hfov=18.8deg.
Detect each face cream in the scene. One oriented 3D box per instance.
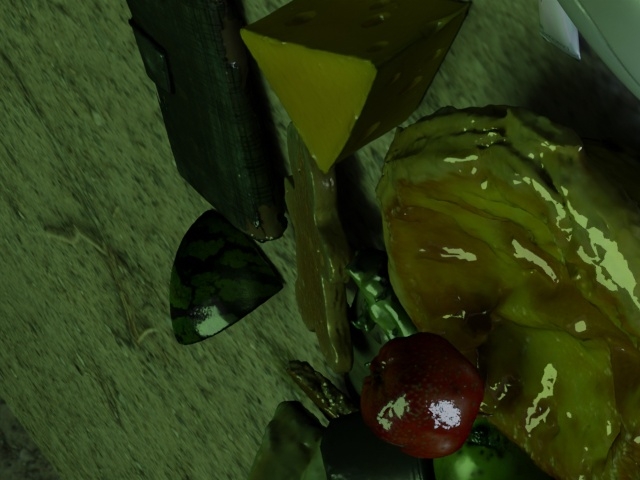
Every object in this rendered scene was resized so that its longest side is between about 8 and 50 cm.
[{"bbox_3d":[0.148,-0.161,1.218,0.038,0.020,0.115,39,156,35],"label":"face cream"}]

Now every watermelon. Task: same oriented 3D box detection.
[{"bbox_3d":[-0.103,0.050,1.973,0.125,0.135,0.094,43,-166,22],"label":"watermelon"}]

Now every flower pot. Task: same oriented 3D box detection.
[{"bbox_3d":[0.066,0.205,1.698,0.107,0.157,0.157,-8,124,18],"label":"flower pot"}]

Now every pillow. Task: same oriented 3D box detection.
[{"bbox_3d":[0.060,0.102,1.741,0.093,0.051,0.241,49,156,23],"label":"pillow"}]

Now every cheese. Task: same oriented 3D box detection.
[{"bbox_3d":[0.036,-0.134,1.393,0.126,0.093,0.171,61,158,-5],"label":"cheese"}]

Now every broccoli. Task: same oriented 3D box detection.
[{"bbox_3d":[0.083,0.071,1.528,0.154,0.167,0.160,-18,119,38],"label":"broccoli"}]

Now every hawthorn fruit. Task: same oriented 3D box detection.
[{"bbox_3d":[0.075,0.109,1.347,0.093,0.093,0.093,45,156,26],"label":"hawthorn fruit"}]

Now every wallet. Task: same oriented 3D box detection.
[{"bbox_3d":[-0.112,-0.151,1.749,0.169,0.044,0.317,37,151,42],"label":"wallet"}]

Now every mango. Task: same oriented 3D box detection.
[{"bbox_3d":[0.147,0.190,1.627,0.178,0.100,0.119,73,-167,-53],"label":"mango"}]

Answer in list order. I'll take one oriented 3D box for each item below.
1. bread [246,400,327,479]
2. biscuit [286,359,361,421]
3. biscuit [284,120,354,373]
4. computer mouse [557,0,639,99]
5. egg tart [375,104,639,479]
[{"bbox_3d":[0.023,0.366,1.851,0.395,0.264,0.239,38,174,31],"label":"bread"},{"bbox_3d":[0.053,0.198,1.850,0.131,0.026,0.237,35,167,38],"label":"biscuit"},{"bbox_3d":[0.000,0.000,1.687,0.153,0.030,0.234,-124,24,-56],"label":"biscuit"},{"bbox_3d":[0.171,-0.174,0.937,0.184,0.121,0.297,-26,102,36],"label":"computer mouse"},{"bbox_3d":[0.172,0.034,1.297,0.341,0.132,0.341,45,158,24],"label":"egg tart"}]
